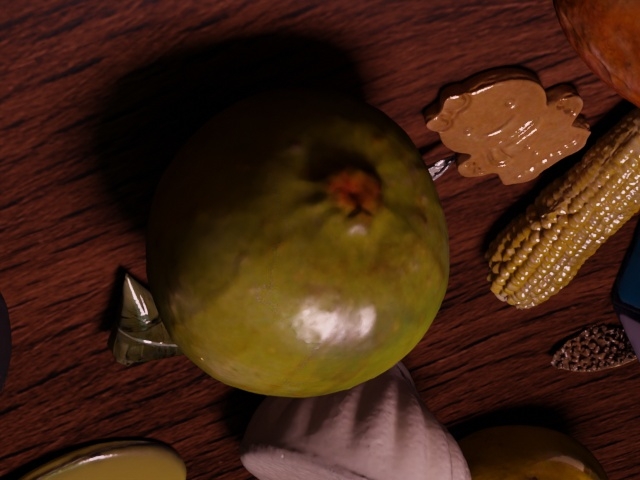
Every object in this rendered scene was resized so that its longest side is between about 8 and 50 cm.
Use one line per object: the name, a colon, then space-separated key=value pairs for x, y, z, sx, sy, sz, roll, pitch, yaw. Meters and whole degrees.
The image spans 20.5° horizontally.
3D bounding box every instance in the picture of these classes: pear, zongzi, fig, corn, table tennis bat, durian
pear: x=0.210 y=0.354 z=2.153 sx=0.336 sy=0.285 sz=0.285 roll=6 pitch=172 yaw=45
zongzi: x=-0.147 y=0.065 z=1.698 sx=0.104 sy=0.052 sz=0.113 roll=-11 pitch=135 yaw=-27
fig: x=-0.029 y=0.014 z=1.506 sx=0.258 sy=0.258 sz=0.326 roll=-10 pitch=166 yaw=-16
corn: x=0.255 y=-0.031 z=1.738 sx=0.086 sy=0.086 sz=0.288 roll=7 pitch=138 yaw=-36
table tennis bat: x=-0.321 y=0.321 z=1.983 sx=0.369 sy=0.054 sz=0.224 roll=-26 pitch=149 yaw=1
durian: x=0.330 y=0.132 z=2.050 sx=0.130 sy=0.052 sz=0.066 roll=-10 pitch=149 yaw=-16

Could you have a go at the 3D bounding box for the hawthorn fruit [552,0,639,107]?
hawthorn fruit: x=0.329 y=-0.188 z=1.338 sx=0.277 sy=0.298 sz=0.277 roll=-23 pitch=160 yaw=-9

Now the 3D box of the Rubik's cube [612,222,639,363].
Rubik's cube: x=0.510 y=0.078 z=1.838 sx=0.305 sy=0.307 sz=0.310 roll=-15 pitch=148 yaw=-12

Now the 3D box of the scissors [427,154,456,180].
scissors: x=0.000 y=0.000 z=1.660 sx=0.300 sy=0.022 sz=0.109 roll=-30 pitch=116 yaw=14

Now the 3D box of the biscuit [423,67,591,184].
biscuit: x=0.178 y=-0.105 z=1.633 sx=0.133 sy=0.027 sz=0.184 roll=-25 pitch=148 yaw=11

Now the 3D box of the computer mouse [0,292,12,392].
computer mouse: x=-0.346 y=0.111 z=1.627 sx=0.122 sy=0.073 sz=0.217 roll=-5 pitch=146 yaw=-23

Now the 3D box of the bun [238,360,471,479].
bun: x=0.054 y=0.207 z=1.918 sx=0.263 sy=0.175 sz=0.263 roll=19 pitch=164 yaw=6
